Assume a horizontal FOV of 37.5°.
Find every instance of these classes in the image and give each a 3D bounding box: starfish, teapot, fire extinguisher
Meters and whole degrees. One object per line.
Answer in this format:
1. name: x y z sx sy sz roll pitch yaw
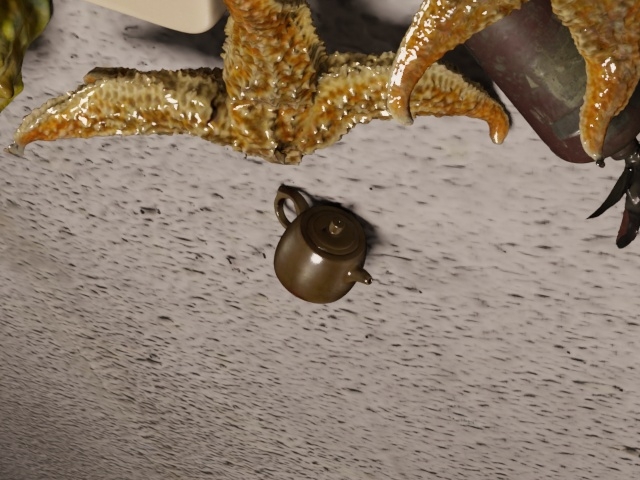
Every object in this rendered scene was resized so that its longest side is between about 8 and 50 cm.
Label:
1. starfish: 0.144 -0.137 0.476 0.138 0.050 0.247 29 125 -14
2. starfish: -0.074 -0.091 0.627 0.293 0.084 0.301 0 178 38
3. teapot: 0.000 0.000 0.804 0.121 0.076 0.068 51 140 20
4. fire extinguisher: 0.121 -0.112 0.549 0.267 0.089 0.072 45 156 -23

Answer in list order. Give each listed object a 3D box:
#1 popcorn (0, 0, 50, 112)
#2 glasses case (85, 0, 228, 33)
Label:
1. popcorn: -0.302 -0.164 0.742 0.173 0.142 0.173 27 176 2
2. glasses case: -0.207 -0.249 0.612 0.336 0.076 0.144 21 146 11
